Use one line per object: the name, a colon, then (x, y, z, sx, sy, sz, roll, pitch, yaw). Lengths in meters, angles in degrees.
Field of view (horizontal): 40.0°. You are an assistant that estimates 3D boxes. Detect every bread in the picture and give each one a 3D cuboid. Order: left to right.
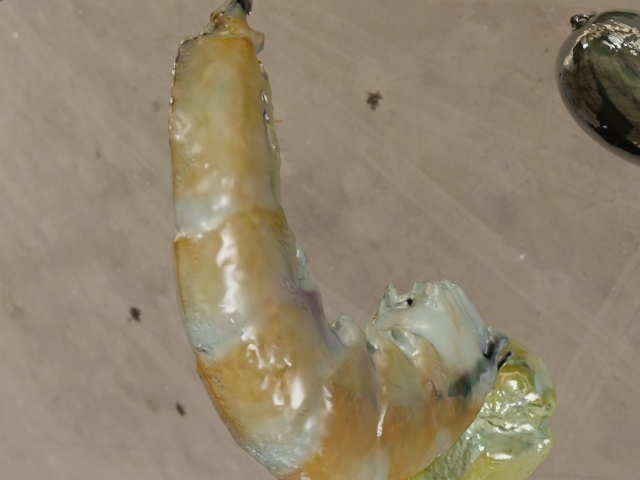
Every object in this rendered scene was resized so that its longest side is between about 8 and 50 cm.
bread: (0.106, 0.105, 0.626, 0.110, 0.103, 0.156, -44, 54, 48)

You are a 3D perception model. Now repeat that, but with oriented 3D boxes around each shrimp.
shrimp: (-0.001, 0.031, 0.455, 0.068, 0.185, 0.287, -18, 124, 39)

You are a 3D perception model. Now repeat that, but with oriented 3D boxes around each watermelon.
watermelon: (0.180, -0.086, 0.496, 0.111, 0.078, 0.078, 37, 136, 1)

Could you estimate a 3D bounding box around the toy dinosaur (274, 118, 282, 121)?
toy dinosaur: (-0.094, -0.136, 0.893, 0.041, 0.113, 0.026, 34, 106, 56)
